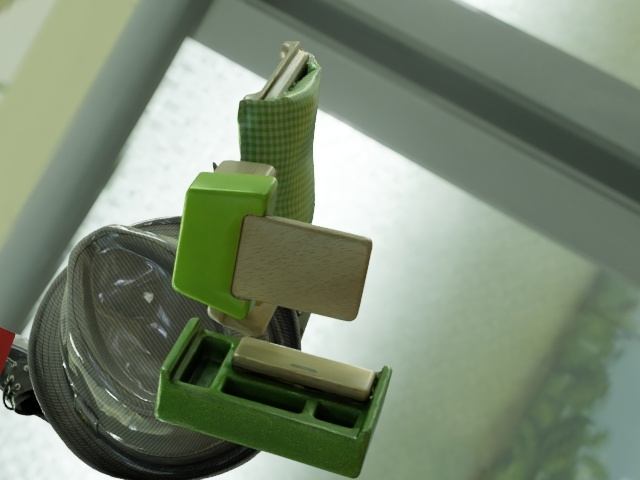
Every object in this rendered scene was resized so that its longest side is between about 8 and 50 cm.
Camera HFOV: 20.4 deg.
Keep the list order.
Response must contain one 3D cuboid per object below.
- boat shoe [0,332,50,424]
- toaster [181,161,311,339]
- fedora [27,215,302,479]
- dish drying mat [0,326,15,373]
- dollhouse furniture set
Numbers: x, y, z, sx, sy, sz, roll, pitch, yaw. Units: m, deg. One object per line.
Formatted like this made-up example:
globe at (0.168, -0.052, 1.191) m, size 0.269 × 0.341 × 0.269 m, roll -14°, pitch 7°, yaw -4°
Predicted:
boat shoe at (-0.357, 0.191, 2.230) m, size 0.076 × 0.228 × 0.080 m, roll -50°, pitch -13°, yaw -47°
toaster at (-0.100, 0.046, 1.933) m, size 0.110 × 0.186 × 0.168 m, roll -37°, pitch -19°, yaw -33°
fedora at (-0.147, 0.077, 1.552) m, size 0.244 × 0.275 × 0.124 m, roll -28°, pitch -26°, yaw -4°
dish drying mat at (-0.336, 0.128, 1.802) m, size 0.032 × 0.008 × 0.083 m, roll 31°, pitch -105°, yaw -48°
dollhouse furniture set at (0.000, 0.000, 1.310) m, size 0.301 × 0.151 × 0.197 m, roll -64°, pitch -13°, yaw -63°
